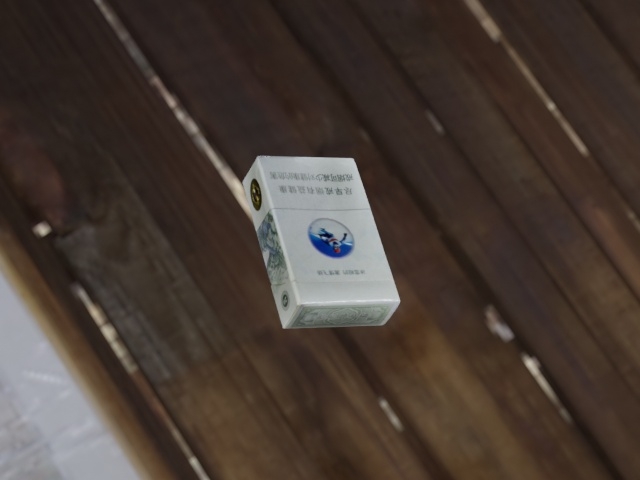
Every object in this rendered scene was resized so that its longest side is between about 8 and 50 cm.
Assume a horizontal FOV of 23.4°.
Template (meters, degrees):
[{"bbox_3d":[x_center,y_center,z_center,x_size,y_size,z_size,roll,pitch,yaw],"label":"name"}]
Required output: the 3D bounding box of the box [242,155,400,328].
[{"bbox_3d":[0.000,0.000,0.722,0.054,0.083,0.024,1,146,-28],"label":"box"}]
